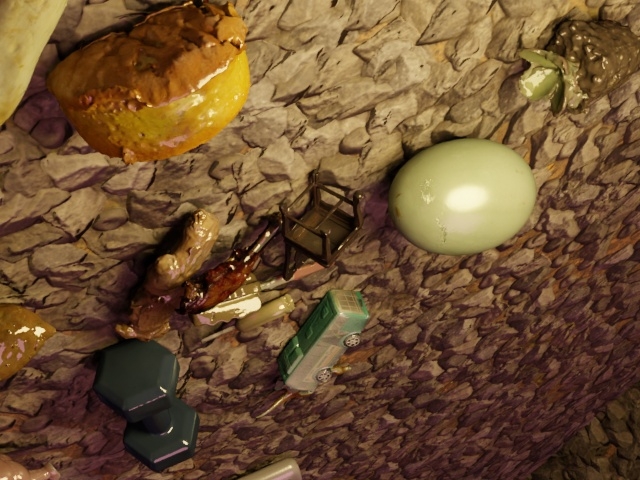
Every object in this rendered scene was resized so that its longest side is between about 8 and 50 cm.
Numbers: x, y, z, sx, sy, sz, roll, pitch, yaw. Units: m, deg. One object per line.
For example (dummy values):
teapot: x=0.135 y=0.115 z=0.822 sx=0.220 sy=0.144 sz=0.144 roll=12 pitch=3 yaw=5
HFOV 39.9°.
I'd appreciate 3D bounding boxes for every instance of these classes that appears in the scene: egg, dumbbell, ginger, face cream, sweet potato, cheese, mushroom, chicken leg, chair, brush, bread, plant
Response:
egg: x=0.248 y=-0.076 z=1.536 sx=0.283 sy=0.203 sz=0.203 roll=-12 pitch=143 yaw=-29
dumbbell: x=-0.324 y=0.313 z=1.675 sx=0.156 sy=0.143 sz=0.316 roll=-22 pitch=146 yaw=-12
ginger: x=-0.246 y=0.069 z=1.463 sx=0.122 sy=0.084 sz=0.290 roll=3 pitch=135 yaw=-37
face cream: x=-0.189 y=0.658 z=2.293 sx=0.291 sy=0.071 sz=0.144 roll=-23 pitch=146 yaw=-12
sweet potato: x=-0.609 y=0.202 z=1.333 sx=0.423 sy=0.130 sz=0.130 roll=-25 pitch=146 yaw=-4
cheese: x=-0.143 y=0.156 z=1.683 sx=0.192 sy=0.037 sz=0.097 roll=-25 pitch=179 yaw=10
mushroom: x=-0.344 y=-0.245 z=0.984 sx=0.100 sy=0.081 sz=0.312 roll=13 pitch=130 yaw=-38
chicken leg: x=-0.146 y=0.043 z=1.465 sx=0.253 sy=0.051 sz=0.106 roll=-43 pitch=167 yaw=-30
chair: x=0.000 y=0.000 z=1.512 sx=0.106 sy=0.113 sz=0.229 roll=-46 pitch=153 yaw=-28
brush: x=-0.099 y=0.082 z=1.616 sx=0.301 sy=0.071 sz=0.084 roll=-17 pitch=142 yaw=-27
bread: x=-0.199 y=-0.187 z=1.110 sx=0.261 sy=0.147 sz=0.160 roll=-22 pitch=143 yaw=-11
plant: x=0.425 y=-0.284 z=1.452 sx=0.203 sy=0.142 sz=0.131 roll=-15 pitch=160 yaw=-28

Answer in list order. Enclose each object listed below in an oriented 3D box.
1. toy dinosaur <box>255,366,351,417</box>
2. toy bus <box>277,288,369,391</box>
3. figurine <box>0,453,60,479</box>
toy dinosaur: x=-0.044 y=0.331 z=2.006 sx=0.212 sy=0.057 sz=0.142 roll=-28 pitch=168 yaw=19
toy bus: x=0.005 y=0.210 z=1.842 sx=0.109 sy=0.091 sz=0.261 roll=12 pitch=128 yaw=-32
figurine: x=-0.640 y=0.466 z=1.627 sx=0.287 sy=0.176 sz=0.186 roll=9 pitch=107 yaw=-62
